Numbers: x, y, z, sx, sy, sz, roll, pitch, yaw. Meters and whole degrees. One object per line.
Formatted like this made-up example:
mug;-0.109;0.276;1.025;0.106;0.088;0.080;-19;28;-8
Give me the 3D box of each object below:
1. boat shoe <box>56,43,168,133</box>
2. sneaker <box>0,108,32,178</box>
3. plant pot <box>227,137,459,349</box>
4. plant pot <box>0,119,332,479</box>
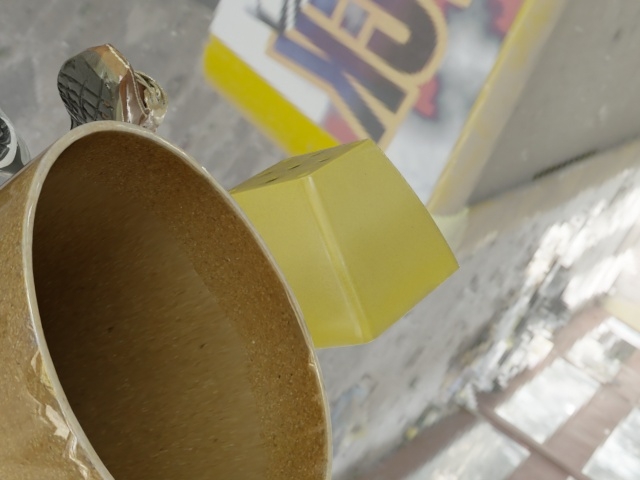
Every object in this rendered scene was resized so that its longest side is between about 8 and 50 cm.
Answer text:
boat shoe;-0.274;-0.183;1.590;0.120;0.122;0.324;-39;173;-19
sneaker;-0.551;-0.188;1.868;0.100;0.271;0.108;-41;150;-1
plant pot;0.000;0.000;1.362;0.212;0.212;0.187;-35;109;-48
plant pot;-0.161;0.099;0.627;0.254;0.237;0.237;-27;171;23
